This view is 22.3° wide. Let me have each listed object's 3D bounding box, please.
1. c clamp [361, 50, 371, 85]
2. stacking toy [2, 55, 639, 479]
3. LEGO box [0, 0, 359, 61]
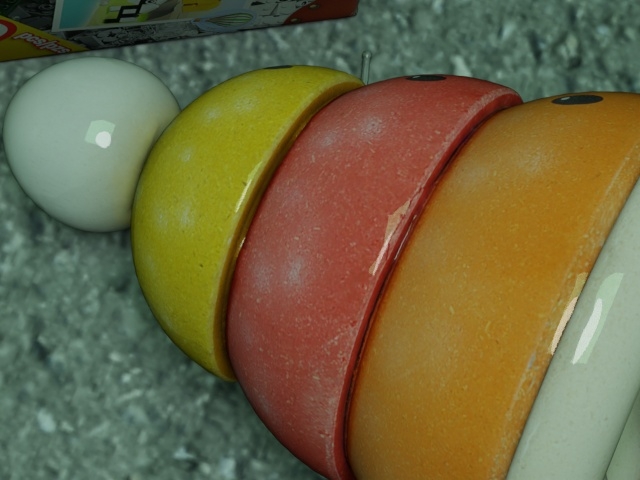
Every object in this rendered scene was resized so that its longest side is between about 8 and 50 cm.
[{"bbox_3d":[0.095,-0.056,1.151,0.160,0.022,0.137,13,75,-2],"label":"c clamp"},{"bbox_3d":[0.000,0.000,1.016,0.479,0.350,0.351,23,75,16],"label":"stacking toy"},{"bbox_3d":[-0.145,-0.287,0.940,0.372,0.500,0.193,-8,76,-7],"label":"LEGO box"}]
